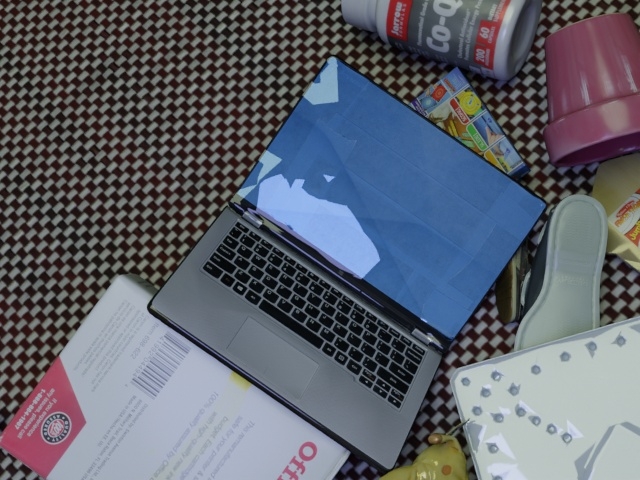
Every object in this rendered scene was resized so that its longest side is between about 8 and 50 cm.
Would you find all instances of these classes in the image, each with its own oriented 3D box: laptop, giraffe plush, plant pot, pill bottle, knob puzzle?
[{"bbox_3d":[0.049,0.020,1.676,0.382,0.236,0.408,34,39,-1],"label":"laptop"},{"bbox_3d":[0.165,0.360,1.599,0.210,0.181,0.170,-42,69,5],"label":"giraffe plush"},{"bbox_3d":[0.405,-0.219,1.775,0.201,0.201,0.180,-14,83,8],"label":"plant pot"},{"bbox_3d":[0.186,-0.362,1.927,0.283,0.161,0.161,20,75,20],"label":"pill bottle"},{"bbox_3d":[0.479,-0.046,1.804,0.213,0.030,0.213,-5,69,12],"label":"knob puzzle"}]

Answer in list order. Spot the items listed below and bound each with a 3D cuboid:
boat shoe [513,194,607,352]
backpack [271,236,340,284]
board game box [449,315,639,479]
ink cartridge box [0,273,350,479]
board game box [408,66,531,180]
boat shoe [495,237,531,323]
[{"bbox_3d":[0.340,0.088,1.753,0.114,0.091,0.303,18,84,3],"label":"boat shoe"},{"bbox_3d":[0.000,0.000,1.855,0.182,0.115,0.152,-18,63,3],"label":"backpack"},{"bbox_3d":[0.409,0.308,1.631,0.389,0.050,0.390,-17,77,6],"label":"board game box"},{"bbox_3d":[-0.190,0.267,1.685,0.384,0.160,0.279,37,88,0],"label":"ink cartridge box"},{"bbox_3d":[0.209,-0.146,1.887,0.136,0.035,0.201,-37,64,15],"label":"board game box"},{"bbox_3d":[0.284,0.047,1.801,0.049,0.056,0.152,8,73,-19],"label":"boat shoe"}]
